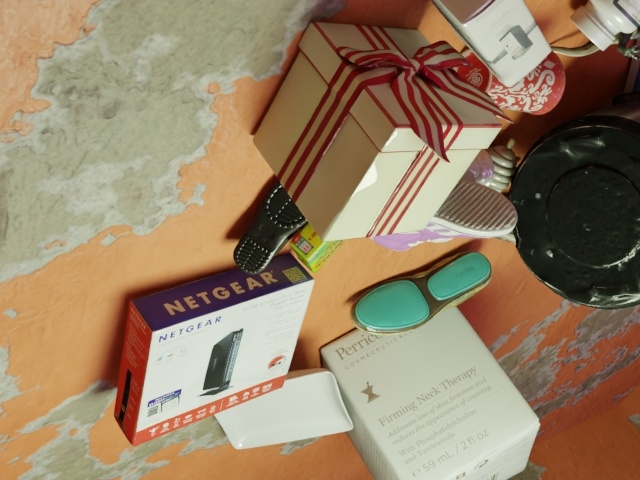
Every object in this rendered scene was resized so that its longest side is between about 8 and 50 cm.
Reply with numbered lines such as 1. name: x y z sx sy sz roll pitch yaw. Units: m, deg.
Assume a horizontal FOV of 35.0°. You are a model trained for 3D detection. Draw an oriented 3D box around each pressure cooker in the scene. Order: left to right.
1. pressure cooker: 0.597 -0.089 1.968 0.370 0.375 0.420 -23 179 34

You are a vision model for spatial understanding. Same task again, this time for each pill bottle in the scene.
1. pill bottle: 0.505 -0.407 1.678 0.180 0.108 0.108 -45 150 20

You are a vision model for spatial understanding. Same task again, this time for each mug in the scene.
1. mug: 0.301 -0.255 1.697 0.169 0.113 0.150 -4 138 -39

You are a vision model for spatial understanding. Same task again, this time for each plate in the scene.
1. plate: -0.086 0.356 2.190 0.278 0.045 0.277 -11 142 6

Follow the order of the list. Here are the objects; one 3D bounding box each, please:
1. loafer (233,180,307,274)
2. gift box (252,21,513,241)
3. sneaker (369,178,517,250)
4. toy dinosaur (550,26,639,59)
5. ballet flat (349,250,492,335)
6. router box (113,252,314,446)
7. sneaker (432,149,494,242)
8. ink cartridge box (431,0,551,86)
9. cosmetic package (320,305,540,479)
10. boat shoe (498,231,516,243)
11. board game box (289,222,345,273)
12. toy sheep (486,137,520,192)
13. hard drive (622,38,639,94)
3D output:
1. loafer: -0.066 -0.042 1.686 0.220 0.080 0.078 -47 -178 20
2. gift box: 0.100 -0.157 1.471 0.255 0.276 0.258 -12 144 -44
3. sneaker: 0.209 -0.037 1.859 0.282 0.102 0.161 9 152 3
4. toy dinosaur: 0.541 -0.363 1.771 0.268 0.118 0.064 -31 142 -8
5. ballet flat: 0.213 0.126 2.194 0.348 0.123 0.123 -23 150 -20
6. router box: -0.196 0.195 1.835 0.335 0.082 0.301 -17 140 -34
7. sneaker: 0.231 -0.085 1.925 0.115 0.090 0.232 -2 137 -25
8. ink cartridge box: 0.225 -0.332 1.441 0.092 0.158 0.218 -40 152 9
9. cosmetic package: 0.238 0.388 2.312 0.329 0.393 0.327 -28 151 -12
10. boat shoe: 0.445 -0.050 2.180 0.324 0.123 0.116 7 98 -39
11. board game box: 0.000 0.000 1.759 0.092 0.043 0.181 -47 171 -4
12. toy sheep: 0.336 -0.139 1.940 0.091 0.091 0.132 -4 125 -44
13. hard drive: 0.699 -0.392 1.976 0.210 0.040 0.318 -29 151 -10
